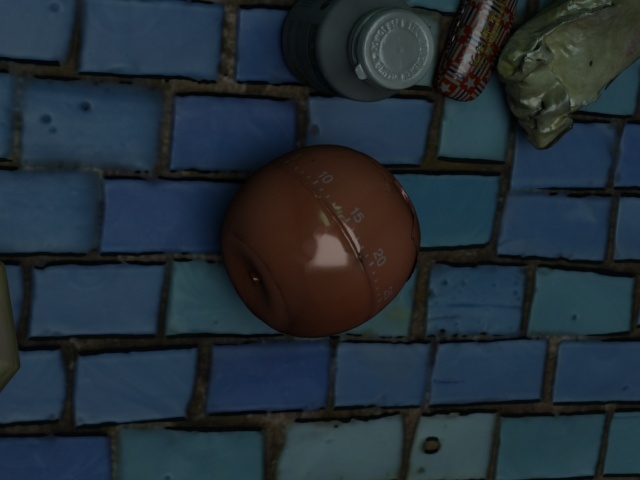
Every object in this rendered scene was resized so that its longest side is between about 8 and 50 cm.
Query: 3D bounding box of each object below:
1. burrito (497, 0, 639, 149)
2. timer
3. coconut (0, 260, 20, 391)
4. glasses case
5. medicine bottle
[{"bbox_3d":[0.371,-0.285,1.796,0.348,0.107,0.175,-47,138,-6],"label":"burrito"},{"bbox_3d":[0.000,0.000,1.637,0.215,0.229,0.230,-29,111,-25],"label":"timer"},{"bbox_3d":[-0.445,0.100,1.460,0.259,0.259,0.259,-5,103,-22],"label":"coconut"},{"bbox_3d":[0.211,-0.275,1.763,0.073,0.049,0.195,17,94,-26],"label":"glasses case"},{"bbox_3d":[0.048,-0.234,1.612,0.135,0.215,0.135,-5,103,-21],"label":"medicine bottle"}]
